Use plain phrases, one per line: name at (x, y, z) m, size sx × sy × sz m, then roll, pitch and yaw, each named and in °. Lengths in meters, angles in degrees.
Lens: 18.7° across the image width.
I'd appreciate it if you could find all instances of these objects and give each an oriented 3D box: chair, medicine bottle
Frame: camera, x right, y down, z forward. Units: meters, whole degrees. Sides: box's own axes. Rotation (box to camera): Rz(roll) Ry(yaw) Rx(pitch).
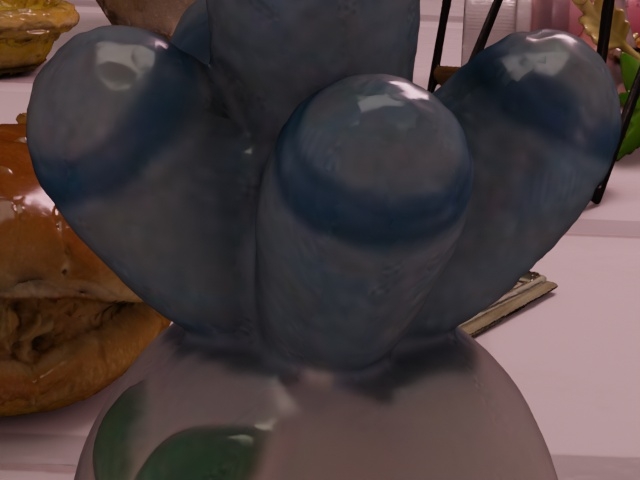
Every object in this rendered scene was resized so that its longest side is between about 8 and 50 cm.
chair at (0.165, -0.121, 1.589) m, size 0.159 × 0.247 × 0.172 m, roll 12°, pitch -6°, yaw 29°
medicine bottle at (0.268, -0.215, 1.982) m, size 0.247 × 0.147 × 0.147 m, roll 3°, pitch 16°, yaw 3°

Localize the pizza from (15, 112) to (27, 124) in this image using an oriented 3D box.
pizza at (-0.169, -0.112, 1.736) m, size 0.184 × 0.036 × 0.176 m, roll 3°, pitch 15°, yaw 1°

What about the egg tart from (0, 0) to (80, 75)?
egg tart at (-0.343, -0.214, 2.003) m, size 0.191 × 0.074 × 0.191 m, roll 1°, pitch 15°, yaw 0°

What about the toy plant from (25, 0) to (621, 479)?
toy plant at (0.000, 0.000, 0.824) m, size 0.247 × 0.332 × 0.247 m, roll 2°, pitch 18°, yaw -1°

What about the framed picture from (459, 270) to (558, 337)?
framed picture at (-0.005, 0.026, 1.307) m, size 0.273 × 0.016 × 0.216 m, roll 11°, pitch 18°, yaw 29°

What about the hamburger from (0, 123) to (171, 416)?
hamburger at (-0.152, 0.008, 1.113) m, size 0.156 × 0.144 × 0.283 m, roll 8°, pitch 14°, yaw 16°

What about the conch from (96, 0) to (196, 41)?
conch at (-0.176, -0.313, 2.147) m, size 0.186 × 0.263 × 0.324 m, roll -24°, pitch -14°, yaw -13°

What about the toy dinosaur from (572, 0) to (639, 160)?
toy dinosaur at (0.249, -0.162, 1.782) m, size 0.177 × 0.194 × 0.152 m, roll 35°, pitch 38°, yaw 24°
